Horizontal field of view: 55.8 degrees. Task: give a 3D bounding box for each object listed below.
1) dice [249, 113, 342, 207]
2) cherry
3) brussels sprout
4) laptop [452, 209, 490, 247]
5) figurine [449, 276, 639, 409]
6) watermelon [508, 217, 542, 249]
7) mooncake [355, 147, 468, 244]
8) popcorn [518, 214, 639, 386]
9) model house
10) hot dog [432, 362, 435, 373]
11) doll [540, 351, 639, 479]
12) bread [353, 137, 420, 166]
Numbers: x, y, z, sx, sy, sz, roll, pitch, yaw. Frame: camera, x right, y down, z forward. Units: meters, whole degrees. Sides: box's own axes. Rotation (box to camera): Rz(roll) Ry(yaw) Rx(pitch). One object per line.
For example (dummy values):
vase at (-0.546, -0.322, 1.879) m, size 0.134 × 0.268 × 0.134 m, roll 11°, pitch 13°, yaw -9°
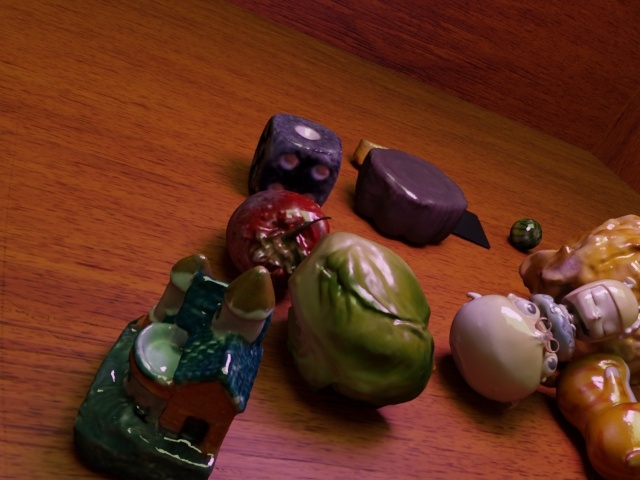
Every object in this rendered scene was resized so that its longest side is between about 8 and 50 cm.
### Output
dice at (-0.061, -0.182, 1.437) m, size 0.182 × 0.183 × 0.181 m, roll 18°, pitch 31°, yaw -16°
cherry at (-0.084, -0.016, 1.148) m, size 0.175 × 0.192 × 0.250 m, roll 55°, pitch -1°, yaw -36°
brussels sprout at (0.063, 0.133, 0.998) m, size 0.294 × 0.227 × 0.259 m, roll 52°, pitch 20°, yaw -7°
laptop at (0.438, -0.049, 1.833) m, size 0.135 × 0.016 × 0.197 m, roll 22°, pitch 30°, yaw -12°
figurine at (0.440, 0.167, 1.184) m, size 0.274 × 0.394 × 0.227 m, roll 122°, pitch -52°, yaw -84°
watermelon at (0.635, -0.020, 1.869) m, size 0.109 × 0.109 × 0.109 m, roll 21°, pitch 29°, yaw -12°
mooncake at (0.235, -0.115, 1.616) m, size 0.306 × 0.154 × 0.306 m, roll 20°, pitch 29°, yaw -12°
popcorn at (0.674, 0.138, 1.379) m, size 0.354 × 0.344 × 0.390 m, roll 34°, pitch 17°, yaw -52°
model house at (-0.152, 0.124, 0.749) m, size 0.184 × 0.291 × 0.253 m, roll 29°, pitch 28°, yaw -9°
hot dog at (0.152, 0.191, 1.138) m, size 0.072 × 0.055 × 0.188 m, roll 32°, pitch 17°, yaw -40°
doll at (0.551, 0.335, 1.146) m, size 0.167 × 0.162 × 0.270 m, roll 62°, pitch 4°, yaw -30°
bread at (0.213, -0.242, 1.873) m, size 0.245 × 0.094 × 0.102 m, roll 13°, pitch 22°, yaw -27°
